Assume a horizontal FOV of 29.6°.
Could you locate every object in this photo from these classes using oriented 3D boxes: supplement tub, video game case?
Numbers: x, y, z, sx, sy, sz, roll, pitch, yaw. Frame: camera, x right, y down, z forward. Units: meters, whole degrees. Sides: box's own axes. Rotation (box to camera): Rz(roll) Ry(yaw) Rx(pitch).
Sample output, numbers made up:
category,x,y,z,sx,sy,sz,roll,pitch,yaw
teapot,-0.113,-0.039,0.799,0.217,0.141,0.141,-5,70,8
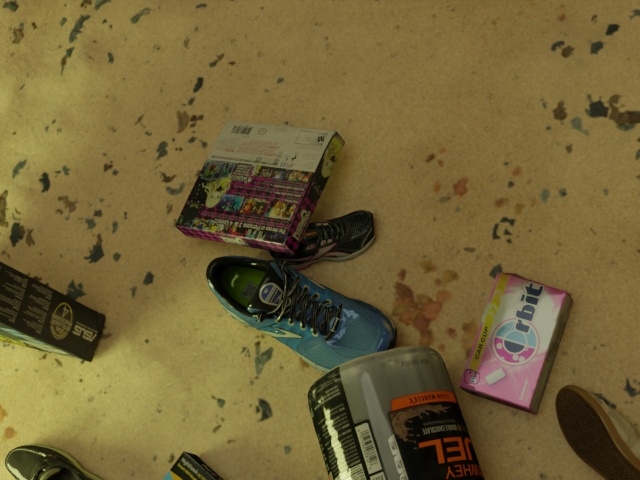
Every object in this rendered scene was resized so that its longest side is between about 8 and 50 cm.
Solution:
category,x,y,z,sx,sy,sz,roll,pitch,yaw
supplement tub,0.120,0.333,1.675,0.207,0.207,0.338,-23,68,13
video game case,-0.098,-0.090,1.933,0.232,0.042,0.210,9,65,36

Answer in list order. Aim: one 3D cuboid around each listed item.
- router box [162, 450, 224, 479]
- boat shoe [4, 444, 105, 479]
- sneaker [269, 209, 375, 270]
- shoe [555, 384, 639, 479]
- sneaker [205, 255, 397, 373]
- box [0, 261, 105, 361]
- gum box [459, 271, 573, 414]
category,x,y,z,sx,sy,sz,roll,pitch,yaw
router box,-0.179,0.429,1.848,0.179,0.046,0.133,35,88,26
boat shoe,-0.422,0.383,1.940,0.223,0.073,0.080,22,83,25
sneaker,0.000,0.000,1.894,0.178,0.077,0.072,-24,68,12
shoe,0.405,0.288,1.669,0.219,0.058,0.076,54,127,29
sneaker,-0.041,0.110,1.838,0.330,0.147,0.129,20,82,24
box,-0.573,0.081,1.913,0.318,0.395,0.097,8,75,22
gum box,0.285,0.143,1.749,0.107,0.062,0.188,16,80,24
